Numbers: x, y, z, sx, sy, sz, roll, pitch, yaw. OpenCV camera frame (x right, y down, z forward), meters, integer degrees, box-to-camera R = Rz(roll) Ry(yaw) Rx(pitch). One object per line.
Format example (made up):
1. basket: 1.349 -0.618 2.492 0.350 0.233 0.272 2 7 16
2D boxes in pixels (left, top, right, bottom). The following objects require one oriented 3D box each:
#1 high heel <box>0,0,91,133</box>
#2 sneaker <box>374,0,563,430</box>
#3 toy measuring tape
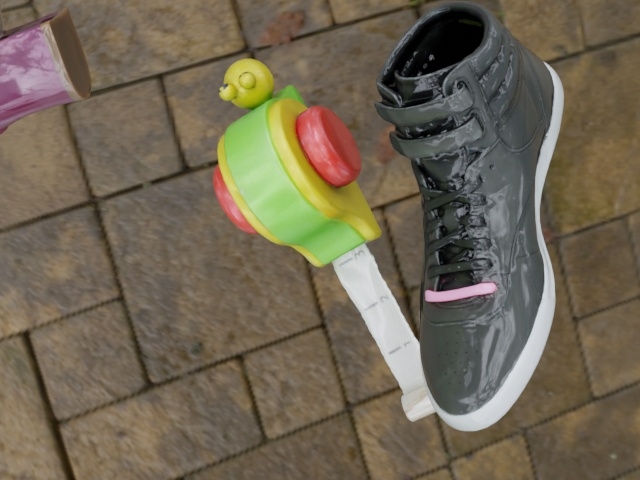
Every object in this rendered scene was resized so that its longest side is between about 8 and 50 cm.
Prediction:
1. high heel: -0.333 -0.261 0.986 0.181 0.127 0.377 -15 102 11
2. sneaker: 0.087 -0.029 0.818 0.147 0.104 0.296 36 56 -44
3. toy measuring tape: 0.000 0.000 0.973 0.121 0.121 0.330 -25 84 -19
